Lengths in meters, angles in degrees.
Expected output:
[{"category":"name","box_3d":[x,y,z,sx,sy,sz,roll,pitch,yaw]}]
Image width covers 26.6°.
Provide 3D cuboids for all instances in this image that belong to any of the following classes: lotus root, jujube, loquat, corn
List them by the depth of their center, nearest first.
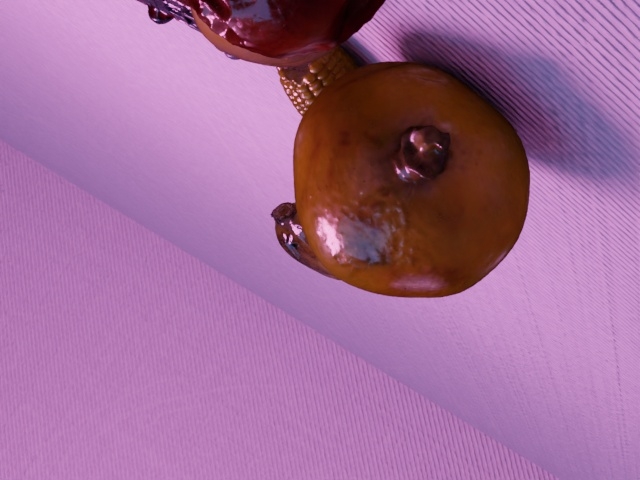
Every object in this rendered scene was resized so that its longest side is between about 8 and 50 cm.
[{"category":"jujube","box_3d":[-0.053,-0.224,0.895,0.230,0.155,0.155,44,170,-1]},{"category":"loquat","box_3d":[0.074,-0.054,1.148,0.213,0.213,0.246,33,170,3]},{"category":"corn","box_3d":[0.037,-0.114,1.326,0.080,0.080,0.238,24,168,45]},{"category":"lotus root","box_3d":[0.000,0.000,1.990,0.179,0.089,0.080,35,-147,-29]}]

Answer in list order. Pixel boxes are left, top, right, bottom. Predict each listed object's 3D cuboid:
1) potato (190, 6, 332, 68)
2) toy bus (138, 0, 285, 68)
[{"category":"potato","box_3d":[-0.040,-0.195,1.095,0.109,0.118,0.178,67,-170,9]},{"category":"toy bus","box_3d":[-0.103,-0.224,1.245,0.192,0.077,0.065,29,168,18]}]
